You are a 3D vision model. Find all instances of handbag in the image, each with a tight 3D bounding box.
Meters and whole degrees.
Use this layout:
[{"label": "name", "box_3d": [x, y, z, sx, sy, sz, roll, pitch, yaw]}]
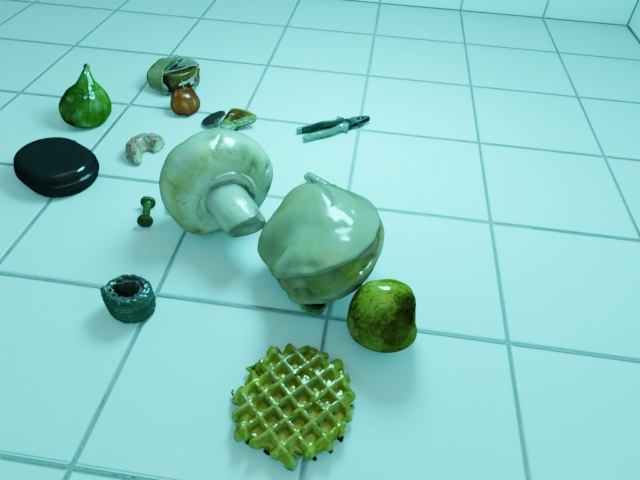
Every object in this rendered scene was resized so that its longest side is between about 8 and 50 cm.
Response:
[{"label": "handbag", "box_3d": [-0.930, -0.268, 1.854, 0.307, 0.093, 0.253, 29, 50, 25]}]

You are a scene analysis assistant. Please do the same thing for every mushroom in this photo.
[{"label": "mushroom", "box_3d": [-0.316, -0.152, 1.635, 0.325, 0.353, 0.353, -24, 28, 38]}]

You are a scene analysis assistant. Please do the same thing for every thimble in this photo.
[{"label": "thimble", "box_3d": [-0.520, 0.156, 1.433, 0.135, 0.090, 0.118, 22, 44, 22]}]

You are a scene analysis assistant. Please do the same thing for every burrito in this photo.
[{"label": "burrito", "box_3d": [0.013, -0.198, 1.868, 0.171, 0.042, 0.051, 34, 21, 22]}]

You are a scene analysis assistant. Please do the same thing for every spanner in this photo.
[{"label": "spanner", "box_3d": [0.060, -0.471, 2.164, 0.324, 0.040, 0.096, -17, 48, -19]}]

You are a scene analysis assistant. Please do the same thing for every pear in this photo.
[{"label": "pear", "box_3d": [0.157, 0.193, 1.359, 0.197, 0.197, 0.197, 2, 43, -2]}]

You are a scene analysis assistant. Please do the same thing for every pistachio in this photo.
[{"label": "pistachio", "box_3d": [0.000, 0.000, 1.490, 0.364, 0.282, 0.446, -15, 32, 13]}]

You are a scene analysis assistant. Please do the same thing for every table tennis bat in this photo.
[{"label": "table tennis bat", "box_3d": [-0.451, -0.530, 2.110, 0.107, 0.119, 0.170, -27, 33, -2]}]

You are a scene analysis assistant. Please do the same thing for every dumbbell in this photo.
[{"label": "dumbbell", "box_3d": [-0.573, -0.096, 1.727, 0.052, 0.046, 0.118, 0, 43, -11]}]

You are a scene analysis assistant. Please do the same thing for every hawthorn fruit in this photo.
[{"label": "hawthorn fruit", "box_3d": [-0.563, -0.584, 2.193, 0.125, 0.140, 0.125, 19, 54, -27]}]

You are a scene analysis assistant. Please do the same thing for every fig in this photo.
[{"label": "fig", "box_3d": [-0.940, -0.575, 2.077, 0.202, 0.235, 0.203, 5, 42, -5]}]

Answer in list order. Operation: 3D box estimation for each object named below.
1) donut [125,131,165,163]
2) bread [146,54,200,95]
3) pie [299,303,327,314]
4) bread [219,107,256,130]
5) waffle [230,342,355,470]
[{"label": "donut", "box_3d": [-0.679, -0.359, 1.986, 0.116, 0.065, 0.166, 22, 45, 18]}, {"label": "bread", "box_3d": [-0.646, -0.745, 2.339, 0.211, 0.143, 0.224, 5, 42, 7]}, {"label": "pie", "box_3d": [-0.021, 0.178, 1.490, 0.085, 0.017, 0.085, 2, 43, -2]}, {"label": "bread", "box_3d": [-0.348, -0.507, 2.165, 0.154, 0.054, 0.136, -16, 44, -10]}, {"label": "waffle", "box_3d": [-0.064, 0.372, 1.253, 0.328, 0.062, 0.329, 1, 44, -1]}]
